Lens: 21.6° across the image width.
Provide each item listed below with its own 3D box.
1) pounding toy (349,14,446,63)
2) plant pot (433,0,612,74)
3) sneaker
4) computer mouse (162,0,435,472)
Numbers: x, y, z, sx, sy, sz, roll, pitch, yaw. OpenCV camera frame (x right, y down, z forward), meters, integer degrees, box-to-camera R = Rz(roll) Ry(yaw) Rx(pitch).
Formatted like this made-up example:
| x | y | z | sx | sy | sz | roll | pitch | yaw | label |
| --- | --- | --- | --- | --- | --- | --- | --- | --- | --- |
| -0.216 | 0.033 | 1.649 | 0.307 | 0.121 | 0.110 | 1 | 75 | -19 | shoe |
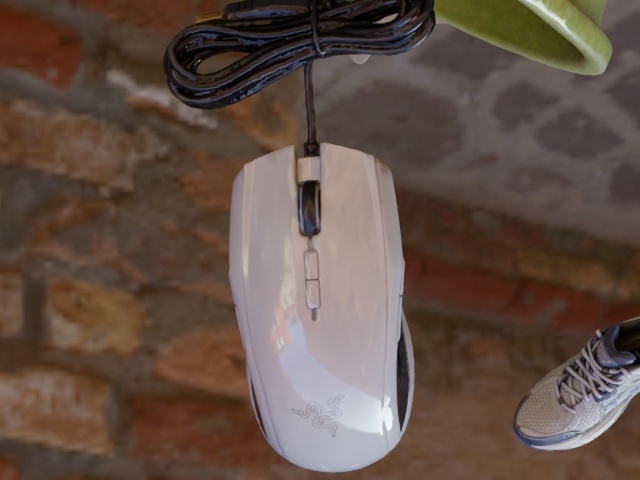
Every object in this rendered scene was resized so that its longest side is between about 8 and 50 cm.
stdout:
| x | y | z | sx | sy | sz | roll | pitch | yaw | label |
| --- | --- | --- | --- | --- | --- | --- | --- | --- | --- |
| 0.144 | -0.312 | 1.908 | 0.269 | 0.155 | 0.154 | -34 | 102 | 38 | pounding toy |
| 0.057 | -0.244 | 0.703 | 0.276 | 0.254 | 0.276 | 29 | -177 | -2 | plant pot |
| 0.169 | 0.074 | 0.995 | 0.135 | 0.052 | 0.058 | -33 | 149 | 6 | sneaker |
| 0.000 | 0.000 | 0.647 | 0.106 | 0.193 | 0.042 | -6 | -172 | 6 | computer mouse |
